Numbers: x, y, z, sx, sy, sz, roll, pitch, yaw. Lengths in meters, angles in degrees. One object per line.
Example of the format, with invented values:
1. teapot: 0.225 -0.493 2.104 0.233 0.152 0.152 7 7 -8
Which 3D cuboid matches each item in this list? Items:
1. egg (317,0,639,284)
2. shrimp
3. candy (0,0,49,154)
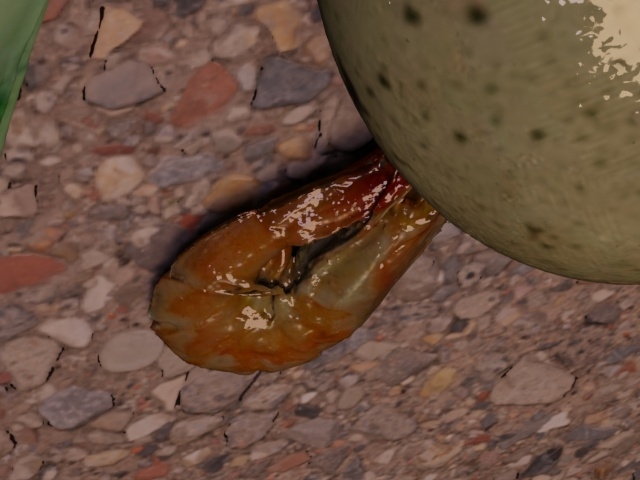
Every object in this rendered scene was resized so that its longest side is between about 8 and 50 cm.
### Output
1. egg: 0.137 -0.139 0.859 0.287 0.288 0.379 -30 130 10
2. shrimp: 0.000 0.001 1.154 0.154 0.062 0.294 21 127 -37
3. candy: -0.310 -0.122 0.777 0.397 0.172 0.263 18 120 -17
